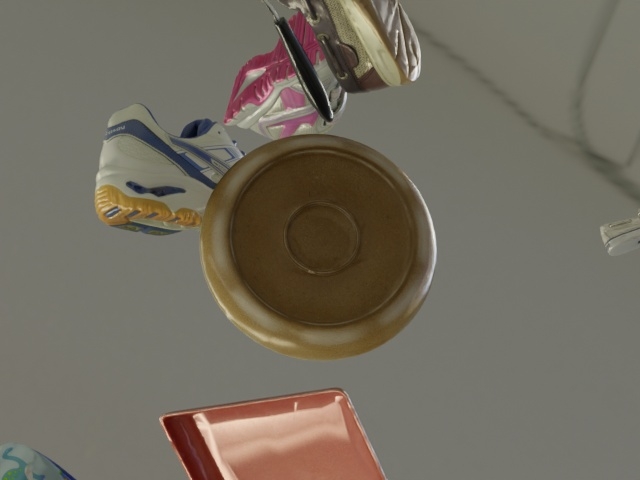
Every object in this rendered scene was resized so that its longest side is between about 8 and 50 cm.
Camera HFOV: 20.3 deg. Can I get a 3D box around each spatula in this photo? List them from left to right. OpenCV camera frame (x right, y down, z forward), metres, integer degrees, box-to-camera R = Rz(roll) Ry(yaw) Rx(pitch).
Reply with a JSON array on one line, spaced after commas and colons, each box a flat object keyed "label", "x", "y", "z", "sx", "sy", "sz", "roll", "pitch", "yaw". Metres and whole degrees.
[{"label": "spatula", "x": -0.064, "y": -0.249, "z": 1.899, "sx": 0.296, "sy": 0.030, "sz": 0.084, "roll": 55, "pitch": -171, "yaw": -16}]

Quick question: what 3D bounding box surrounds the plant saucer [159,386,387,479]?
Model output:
[{"label": "plant saucer", "x": -0.032, "y": 0.286, "z": 2.177, "sx": 0.259, "sy": 0.258, "sz": 0.047, "roll": -11, "pitch": -152, "yaw": 28}]

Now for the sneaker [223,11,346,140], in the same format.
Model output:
[{"label": "sneaker", "x": -0.011, "y": -0.188, "z": 2.090, "sx": 0.111, "sy": 0.252, "sz": 0.103, "roll": 25, "pitch": -117, "yaw": -21}]

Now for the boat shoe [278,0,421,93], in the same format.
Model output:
[{"label": "boat shoe", "x": -0.006, "y": -0.255, "z": 1.690, "sx": 0.285, "sy": 0.092, "sz": 0.103, "roll": 55, "pitch": -153, "yaw": -26}]

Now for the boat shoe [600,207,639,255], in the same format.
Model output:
[{"label": "boat shoe", "x": 0.310, "y": -0.017, "z": 1.674, "sx": 0.100, "sy": 0.035, "sz": 0.035, "roll": -19, "pitch": -116, "yaw": -2}]

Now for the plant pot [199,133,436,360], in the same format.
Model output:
[{"label": "plant pot", "x": 0.000, "y": 0.000, "z": 1.751, "sx": 0.236, "sy": 0.236, "sz": 0.032, "roll": 21, "pitch": 160, "yaw": 1}]

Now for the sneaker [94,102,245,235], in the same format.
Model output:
[{"label": "sneaker", "x": -0.096, "y": -0.062, "z": 1.863, "sx": 0.296, "sy": 0.131, "sz": 0.112, "roll": 16, "pitch": 158, "yaw": -40}]

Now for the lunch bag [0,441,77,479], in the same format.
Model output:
[{"label": "lunch bag", "x": -0.331, "y": 0.308, "z": 1.962, "sx": 0.176, "sy": 0.219, "sz": 0.090, "roll": 44, "pitch": -124, "yaw": -14}]
